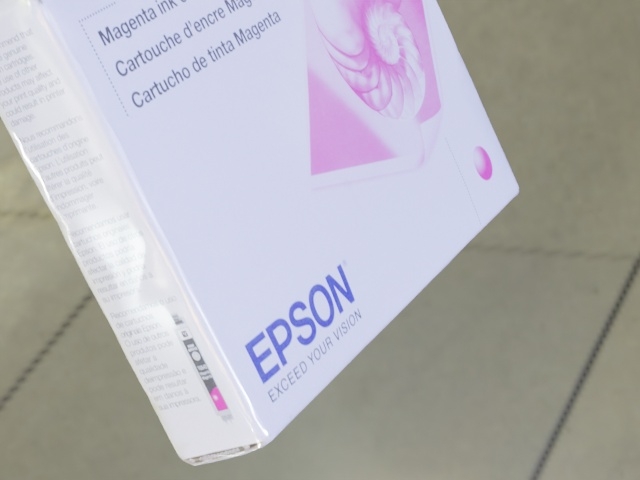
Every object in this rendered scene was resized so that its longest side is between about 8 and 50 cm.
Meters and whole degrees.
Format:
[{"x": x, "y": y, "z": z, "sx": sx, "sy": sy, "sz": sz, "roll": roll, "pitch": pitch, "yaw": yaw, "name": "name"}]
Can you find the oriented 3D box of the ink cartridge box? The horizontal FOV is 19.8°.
[{"x": -0.040, "y": -0.102, "z": 0.976, "sx": 0.071, "sy": 0.330, "sz": 0.324, "roll": -16, "pitch": 16, "yaw": 36, "name": "ink cartridge box"}]
